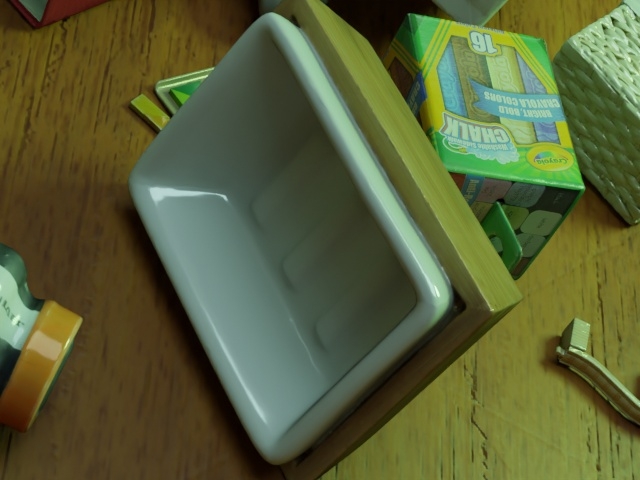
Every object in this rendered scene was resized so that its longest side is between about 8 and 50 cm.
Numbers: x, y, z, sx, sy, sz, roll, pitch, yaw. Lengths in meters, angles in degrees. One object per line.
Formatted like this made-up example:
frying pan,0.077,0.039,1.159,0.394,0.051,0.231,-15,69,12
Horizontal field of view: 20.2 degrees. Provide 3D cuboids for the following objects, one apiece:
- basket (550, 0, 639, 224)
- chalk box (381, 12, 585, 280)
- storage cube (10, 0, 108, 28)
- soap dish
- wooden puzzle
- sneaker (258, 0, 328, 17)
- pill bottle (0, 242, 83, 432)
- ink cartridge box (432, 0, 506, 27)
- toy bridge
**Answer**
basket,0.279,-0.112,1.594,0.103,0.113,0.167,-28,69,-37
chalk box,0.118,-0.056,1.457,0.132,0.132,0.213,9,50,-20
storage cube,-0.196,-0.325,1.483,0.193,0.184,0.215,-29,70,-40
soap dish,0.000,0.000,1.303,0.118,0.229,0.291,-1,53,-47
wooden puzzle,-0.093,-0.109,1.477,0.116,0.014,0.078,-27,69,-39
sneaker,-0.053,-0.289,1.606,0.115,0.105,0.281,-7,54,4
pill bottle,-0.284,0.037,1.188,0.245,0.130,0.130,26,47,-5
ink cartridge box,0.142,-0.347,1.641,0.207,0.119,0.353,41,32,-3
toy bridge,0.275,0.125,1.461,0.188,0.026,0.063,23,49,-8
